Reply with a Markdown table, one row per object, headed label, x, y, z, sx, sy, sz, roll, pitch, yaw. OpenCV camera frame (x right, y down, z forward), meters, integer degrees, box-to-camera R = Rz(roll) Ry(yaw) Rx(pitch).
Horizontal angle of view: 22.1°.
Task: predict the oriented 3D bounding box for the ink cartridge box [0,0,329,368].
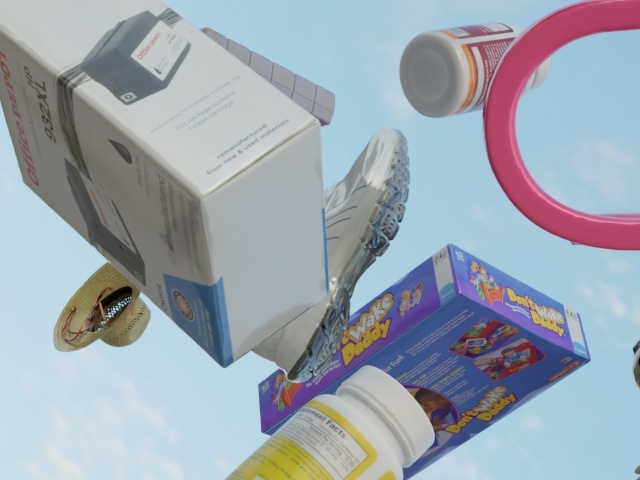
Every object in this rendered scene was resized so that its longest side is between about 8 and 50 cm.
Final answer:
| label | x | y | z | sx | sy | sz | roll | pitch | yaw |
| --- | --- | --- | --- | --- | --- | --- | --- | --- | --- |
| ink cartridge box | -0.142 | -0.074 | 1.405 | 0.307 | 0.129 | 0.223 | 39 | -28 | 31 |

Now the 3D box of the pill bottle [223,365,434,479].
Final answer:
| label | x | y | z | sx | sy | sz | roll | pitch | yaw |
| --- | --- | --- | --- | --- | --- | --- | --- | --- | --- |
| pill bottle | 0.000 | 0.219 | 1.510 | 0.119 | 0.208 | 0.119 | 41 | -22 | 21 |

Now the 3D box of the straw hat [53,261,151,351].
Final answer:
| label | x | y | z | sx | sy | sz | roll | pitch | yaw |
| --- | --- | --- | --- | --- | --- | --- | --- | --- | --- |
| straw hat | -0.228 | 0.086 | 1.843 | 0.061 | 0.144 | 0.144 | 45 | -22 | -29 |

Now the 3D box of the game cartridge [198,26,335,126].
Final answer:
| label | x | y | z | sx | sy | sz | roll | pitch | yaw |
| --- | --- | --- | --- | --- | --- | --- | --- | --- | --- |
| game cartridge | -0.181 | -0.179 | 2.136 | 0.230 | 0.068 | 0.355 | 19 | -19 | -38 |

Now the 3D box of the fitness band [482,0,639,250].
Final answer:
| label | x | y | z | sx | sy | sz | roll | pitch | yaw |
| --- | --- | --- | --- | --- | --- | --- | --- | --- | --- |
| fitness band | 0.277 | -0.098 | 1.336 | 0.054 | 0.290 | 0.209 | -78 | 164 | -79 |

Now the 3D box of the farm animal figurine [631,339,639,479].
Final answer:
| label | x | y | z | sx | sy | sz | roll | pitch | yaw |
| --- | --- | --- | --- | --- | --- | --- | --- | --- | --- |
| farm animal figurine | 0.434 | 0.207 | 1.872 | 0.327 | 0.172 | 0.330 | -102 | -175 | -59 |

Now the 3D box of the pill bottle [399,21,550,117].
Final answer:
| label | x | y | z | sx | sy | sz | roll | pitch | yaw |
| --- | --- | --- | --- | --- | --- | --- | --- | --- | --- |
| pill bottle | 0.157 | -0.171 | 1.623 | 0.086 | 0.152 | 0.086 | 14 | -70 | 44 |

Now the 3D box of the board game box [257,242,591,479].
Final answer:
| label | x | y | z | sx | sy | sz | roll | pitch | yaw |
| --- | --- | --- | --- | --- | --- | --- | --- | --- | --- |
| board game box | 0.123 | 0.164 | 2.022 | 0.233 | 0.078 | 0.347 | 28 | -51 | -34 |

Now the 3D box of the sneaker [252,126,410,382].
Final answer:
| label | x | y | z | sx | sy | sz | roll | pitch | yaw |
| --- | --- | --- | --- | --- | --- | --- | --- | --- | --- |
| sneaker | 0.000 | 0.000 | 1.760 | 0.129 | 0.297 | 0.111 | 26 | -12 | 19 |
